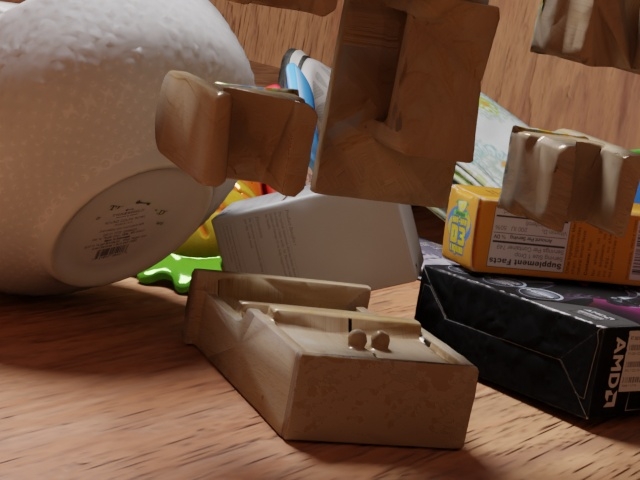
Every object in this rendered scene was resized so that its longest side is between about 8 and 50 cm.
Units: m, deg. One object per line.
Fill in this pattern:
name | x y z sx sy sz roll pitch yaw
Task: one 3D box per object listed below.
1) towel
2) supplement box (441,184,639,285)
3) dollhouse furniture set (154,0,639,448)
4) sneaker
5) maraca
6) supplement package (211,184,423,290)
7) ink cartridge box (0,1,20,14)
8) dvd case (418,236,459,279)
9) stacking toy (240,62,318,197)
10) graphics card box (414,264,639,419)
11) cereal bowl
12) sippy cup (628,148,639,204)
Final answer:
towel | 0.198 -0.119 2.194 0.320 0.090 0.374 40 24 8
supplement box | 0.239 -0.003 1.593 0.233 0.080 0.078 7 8 -19
dollhouse furniture set | 0.036 -0.062 1.339 0.362 0.394 0.256 6 12 -23
sneaker | 0.069 -0.221 2.769 0.257 0.169 0.447 11 8 9
maraca | -0.126 -0.006 1.696 0.127 0.099 0.186 11 37 17
supplement package | 0.000 0.000 1.586 0.179 0.105 0.105 -13 7 9
ink cartridge box | -0.298 -0.127 1.762 0.172 0.237 0.100 1 17 -42
dvd case | 0.141 0.026 1.980 0.221 0.018 0.164 19 14 37
stacking toy | -0.151 -0.107 2.086 0.301 0.175 0.166 -5 44 -1
graphics card box | 0.296 0.091 1.605 0.371 0.094 0.232 0 14 -41
cereal bowl | -0.194 -0.064 1.440 0.339 0.339 0.141 -1 48 -48
sippy cup | 0.533 -0.048 2.263 0.224 0.240 0.305 -15 -4 -44
